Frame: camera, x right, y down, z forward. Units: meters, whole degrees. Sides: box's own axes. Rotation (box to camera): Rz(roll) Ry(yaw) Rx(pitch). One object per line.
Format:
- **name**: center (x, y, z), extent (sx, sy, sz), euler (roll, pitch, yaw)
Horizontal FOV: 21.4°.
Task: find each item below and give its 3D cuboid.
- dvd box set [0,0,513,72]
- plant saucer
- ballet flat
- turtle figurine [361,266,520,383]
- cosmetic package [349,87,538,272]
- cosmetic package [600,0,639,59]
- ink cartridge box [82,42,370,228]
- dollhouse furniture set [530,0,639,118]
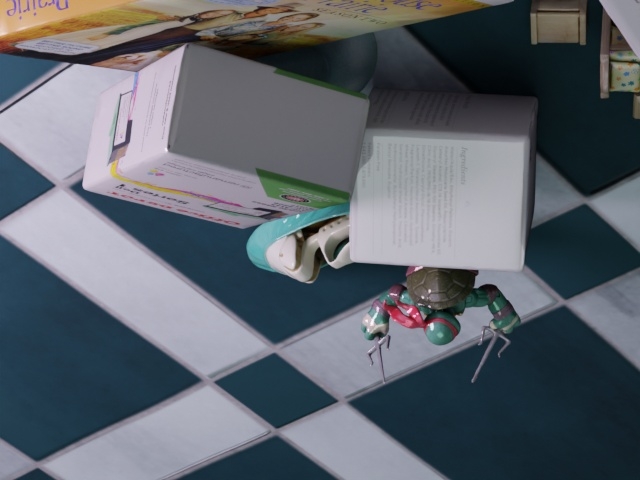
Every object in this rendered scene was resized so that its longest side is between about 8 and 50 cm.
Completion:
- **dvd box set**: center (-0.075, -0.226, 1.557), extent (0.420, 0.062, 0.307), euler (-8, 175, 33)
- **plant saucer**: center (-0.038, -0.195, 1.792), extent (0.195, 0.037, 0.195), euler (7, 139, 6)
- **ballet flat**: center (0.000, 0.000, 1.963), extent (0.247, 0.087, 0.083), euler (-26, 127, 35)
- **turtle figurine**: center (0.140, 0.057, 1.884), extent (0.175, 0.234, 0.118), euler (9, 139, 3)
- **cosmetic package**: center (0.132, -0.066, 1.777), extent (0.183, 0.151, 0.151), euler (4, 112, 10)
- **cosmetic package**: center (0.375, -0.327, 1.312), extent (0.327, 0.329, 0.394), euler (-18, 135, 30)
- **ink cartridge box**: center (-0.105, -0.099, 1.743), extent (0.201, 0.117, 0.278), euler (14, 169, -23)
- **dollhouse furniture set**: center (0.304, -0.154, 1.710), extent (0.182, 0.101, 0.161), euler (1, 138, 11)
